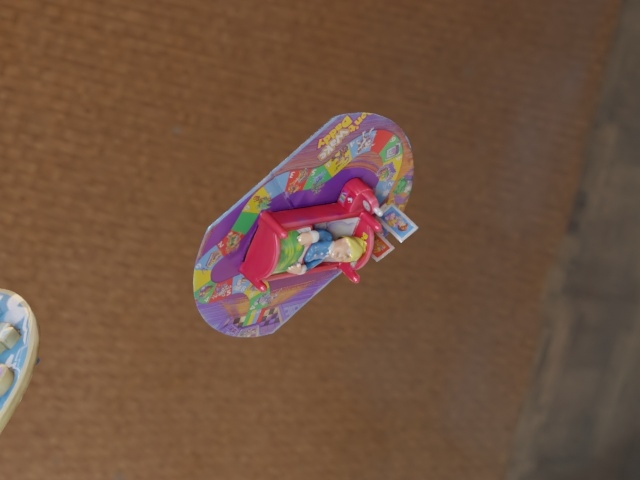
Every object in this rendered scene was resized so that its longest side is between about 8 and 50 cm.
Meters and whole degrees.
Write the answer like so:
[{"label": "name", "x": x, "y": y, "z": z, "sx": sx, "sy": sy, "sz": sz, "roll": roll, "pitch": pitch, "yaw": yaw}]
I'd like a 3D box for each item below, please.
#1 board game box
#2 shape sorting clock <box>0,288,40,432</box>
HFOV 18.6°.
[{"label": "board game box", "x": 0.000, "y": 0.000, "z": 1.193, "sx": 0.169, "sy": 0.033, "sz": 0.133, "roll": -42, "pitch": 147, "yaw": -7}, {"label": "shape sorting clock", "x": -0.256, "y": 0.106, "z": 1.191, "sx": 0.040, "sy": 0.206, "sz": 0.206, "roll": 49, "pitch": 63, "yaw": -27}]
